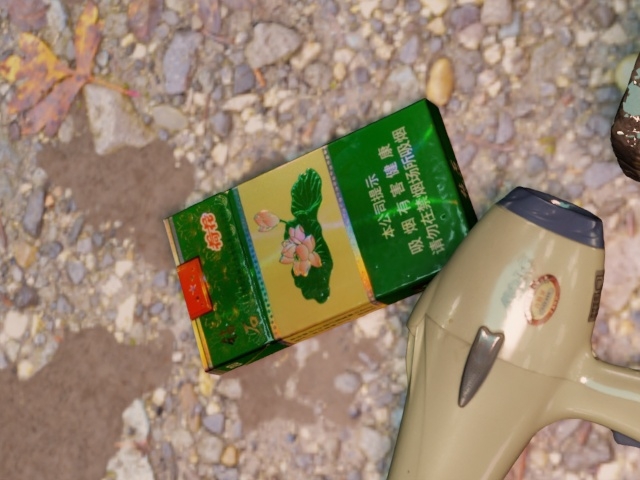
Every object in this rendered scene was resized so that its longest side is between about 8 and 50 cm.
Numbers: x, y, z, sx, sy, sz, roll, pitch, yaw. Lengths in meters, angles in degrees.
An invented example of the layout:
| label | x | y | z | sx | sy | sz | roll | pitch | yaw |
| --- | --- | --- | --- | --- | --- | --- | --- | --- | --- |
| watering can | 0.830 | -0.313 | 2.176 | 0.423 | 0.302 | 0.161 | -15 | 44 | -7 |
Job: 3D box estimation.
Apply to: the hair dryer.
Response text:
| label | x | y | z | sx | sy | sz | roll | pitch | yaw |
| --- | --- | --- | --- | --- | --- | --- | --- | --- | --- |
| hair dryer | 0.150 | 0.156 | 0.925 | 0.298 | 0.119 | 0.296 | 45 | 106 | 12 |

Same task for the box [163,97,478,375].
| label | x | y | z | sx | sy | sz | roll | pitch | yaw |
| --- | --- | --- | --- | --- | --- | --- | --- | --- | --- |
| box | 0.000 | 0.000 | 1.046 | 0.235 | 0.034 | 0.132 | -23 | 71 | 19 |

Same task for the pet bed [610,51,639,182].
| label | x | y | z | sx | sy | sz | roll | pitch | yaw |
| --- | --- | --- | --- | --- | --- | --- | --- | --- | --- |
| pet bed | 0.284 | -0.097 | 0.840 | 0.159 | 0.211 | 0.183 | 23 | 89 | 17 |
